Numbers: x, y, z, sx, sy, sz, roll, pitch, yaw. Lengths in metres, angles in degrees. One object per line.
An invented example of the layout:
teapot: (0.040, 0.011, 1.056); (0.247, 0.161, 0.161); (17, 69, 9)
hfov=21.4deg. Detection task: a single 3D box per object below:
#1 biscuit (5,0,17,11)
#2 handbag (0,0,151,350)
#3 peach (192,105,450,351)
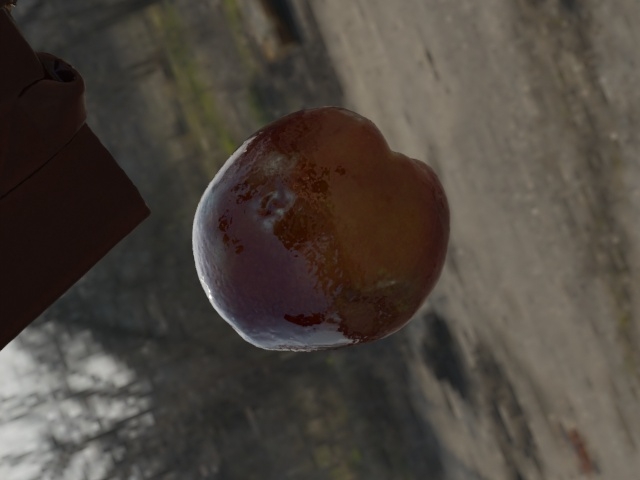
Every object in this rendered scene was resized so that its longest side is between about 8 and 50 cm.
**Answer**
biscuit: (-0.264, -0.125, 0.836); (0.254, 0.254, 0.035); (66, -170, 22)
handbag: (-0.232, -0.034, 0.664); (0.084, 0.275, 0.260); (-13, 115, 53)
peach: (0.000, 0.000, 1.593); (0.199, 0.243, 0.243); (58, -171, -77)
